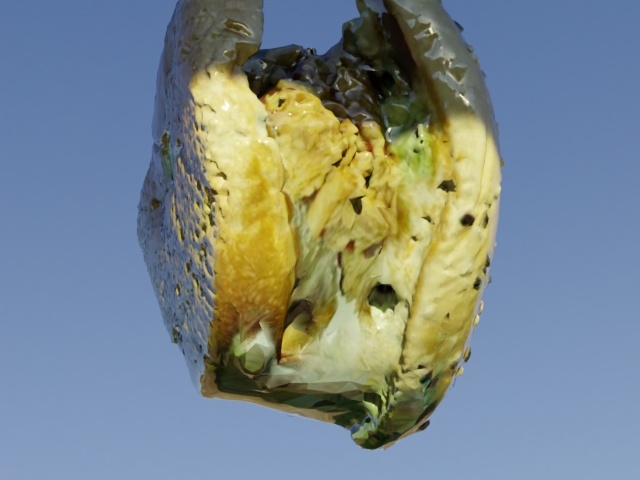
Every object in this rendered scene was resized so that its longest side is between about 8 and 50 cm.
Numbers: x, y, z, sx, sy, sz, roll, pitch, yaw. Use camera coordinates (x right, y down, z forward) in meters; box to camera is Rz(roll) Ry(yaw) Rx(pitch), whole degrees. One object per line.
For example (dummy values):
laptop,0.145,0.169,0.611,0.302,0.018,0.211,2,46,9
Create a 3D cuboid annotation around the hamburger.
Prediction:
hamburger,0.000,0.000,0.679,0.167,0.192,0.288,-7,-39,-20
